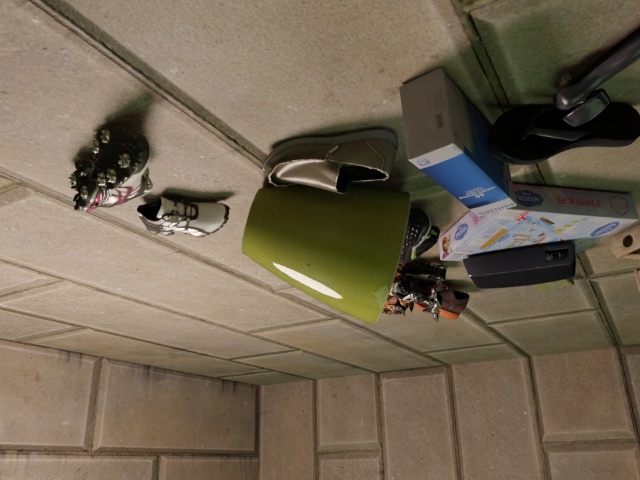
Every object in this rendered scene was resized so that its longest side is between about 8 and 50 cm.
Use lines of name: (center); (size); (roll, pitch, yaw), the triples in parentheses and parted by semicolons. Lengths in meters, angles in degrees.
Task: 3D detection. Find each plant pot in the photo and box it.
plant pot: (0.000, 0.000, 1.149); (0.293, 0.275, 0.275); (14, 157, 0)

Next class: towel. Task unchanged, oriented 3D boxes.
towel: (0.716, 0.126, 1.768); (0.110, 0.027, 0.148); (-21, 150, 38)

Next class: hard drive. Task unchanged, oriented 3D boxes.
hard drive: (0.491, 0.068, 1.396); (0.254, 0.054, 0.172); (-10, 158, 22)

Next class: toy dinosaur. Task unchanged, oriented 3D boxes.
toy dinosaur: (0.235, 0.127, 1.593); (0.218, 0.165, 0.322); (11, 164, 11)

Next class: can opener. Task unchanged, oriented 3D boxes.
can opener: (0.405, -0.242, 0.803); (0.073, 0.059, 0.186); (31, 140, -8)

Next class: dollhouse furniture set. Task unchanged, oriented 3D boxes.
dollhouse furniture set: (0.849, 0.059, 1.428); (0.181, 0.161, 0.101); (6, 157, -16)

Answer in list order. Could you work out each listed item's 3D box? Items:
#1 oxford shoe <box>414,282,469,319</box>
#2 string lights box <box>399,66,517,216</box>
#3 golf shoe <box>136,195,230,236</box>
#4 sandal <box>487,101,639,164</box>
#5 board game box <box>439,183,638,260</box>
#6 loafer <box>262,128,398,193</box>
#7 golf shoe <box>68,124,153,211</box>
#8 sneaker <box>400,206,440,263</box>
oxford shoe: (0.352, 0.162, 1.792); (0.271, 0.097, 0.098); (20, 117, -30)
string lights box: (0.229, -0.147, 0.916); (0.076, 0.134, 0.259); (-18, 152, 32)
golf shoe: (-0.291, -0.053, 1.197); (0.198, 0.077, 0.094); (-7, 157, 11)
sandal: (0.386, -0.184, 0.898); (0.254, 0.097, 0.054); (-11, 160, -6)
board game box: (0.486, -0.025, 1.323); (0.317, 0.066, 0.319); (4, 158, -13)
loafer: (0.013, -0.131, 1.004); (0.251, 0.088, 0.094); (-9, 157, 19)
golf shoe: (-0.348, -0.128, 1.009); (0.120, 0.105, 0.272); (-3, 170, -41)
sneaker: (0.234, -0.024, 1.333); (0.097, 0.084, 0.235); (-23, 162, -12)
